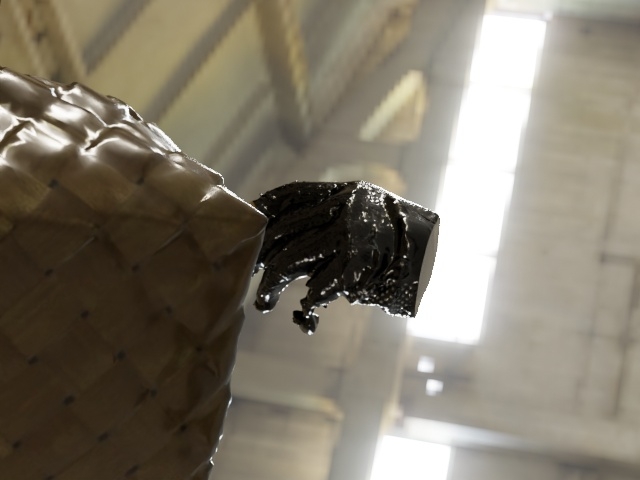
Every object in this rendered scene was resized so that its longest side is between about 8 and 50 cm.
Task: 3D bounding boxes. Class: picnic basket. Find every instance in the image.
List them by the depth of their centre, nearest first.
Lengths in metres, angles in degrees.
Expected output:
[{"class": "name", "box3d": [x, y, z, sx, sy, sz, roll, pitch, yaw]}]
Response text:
[{"class": "picnic basket", "box3d": [-0.233, 0.019, 1.070, 0.337, 0.337, 0.293, -53, -20, -65]}]

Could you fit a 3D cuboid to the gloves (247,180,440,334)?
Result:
[{"class": "gloves", "box3d": [0.000, 0.000, 1.486, 0.106, 0.180, 0.129, 88, -164, -56]}]
